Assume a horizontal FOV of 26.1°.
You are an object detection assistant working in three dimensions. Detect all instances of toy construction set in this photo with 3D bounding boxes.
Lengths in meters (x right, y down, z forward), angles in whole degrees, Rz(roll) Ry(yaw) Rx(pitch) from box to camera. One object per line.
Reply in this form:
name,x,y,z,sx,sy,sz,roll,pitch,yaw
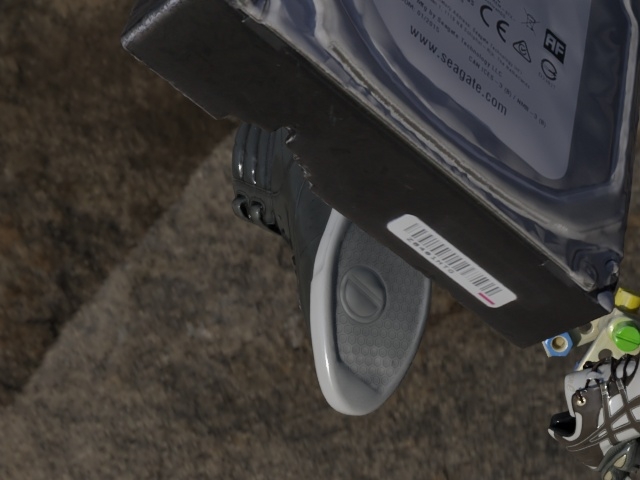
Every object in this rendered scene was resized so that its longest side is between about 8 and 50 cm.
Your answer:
toy construction set,0.414,0.070,1.481,0.215,0.328,0.151,41,26,-6

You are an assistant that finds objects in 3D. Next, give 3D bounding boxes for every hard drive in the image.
hard drive,0.061,-0.149,0.650,0.064,0.237,0.339,-29,33,41

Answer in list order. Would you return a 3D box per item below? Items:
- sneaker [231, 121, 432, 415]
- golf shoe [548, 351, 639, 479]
sneaker,0.000,0.000,1.080,0.147,0.104,0.296,-22,61,47
golf shoe,0.260,0.131,1.194,0.093,0.198,0.077,27,39,7
